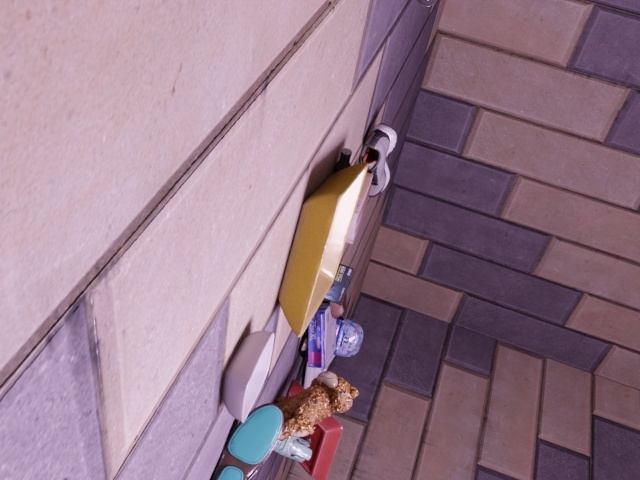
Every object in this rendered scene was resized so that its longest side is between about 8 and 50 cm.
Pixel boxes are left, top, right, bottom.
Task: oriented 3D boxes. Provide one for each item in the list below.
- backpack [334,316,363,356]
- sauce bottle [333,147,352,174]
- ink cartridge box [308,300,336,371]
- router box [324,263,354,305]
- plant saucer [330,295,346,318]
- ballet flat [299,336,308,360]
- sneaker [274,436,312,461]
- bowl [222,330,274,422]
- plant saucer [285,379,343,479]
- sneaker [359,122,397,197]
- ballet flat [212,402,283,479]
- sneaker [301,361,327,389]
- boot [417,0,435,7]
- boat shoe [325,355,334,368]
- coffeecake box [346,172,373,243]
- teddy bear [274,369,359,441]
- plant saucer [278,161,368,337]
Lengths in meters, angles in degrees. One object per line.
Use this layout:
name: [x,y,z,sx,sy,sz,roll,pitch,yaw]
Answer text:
backpack: [0.073,0.372,2.559,0.117,0.173,0.158,18,92,-83]
sauce bottle: [0.051,-0.161,1.593,0.042,0.042,0.128,-63,168,-46]
ink cartridge box: [0.005,0.299,2.164,0.311,0.065,0.185,-31,122,-82]
router box: [0.042,0.129,2.046,0.038,0.092,0.122,82,28,-74]
plant saucer: [0.062,0.164,2.227,0.198,0.036,0.198,-3,90,-81]
ballet flat: [-0.040,0.354,2.172,0.173,0.049,0.057,83,28,-67]
sneaker: [-0.095,0.628,2.084,0.256,0.151,0.094,86,25,-68]
bowl: [-0.135,0.241,1.216,0.142,0.053,0.142,-62,169,-45]
plant saucer: [-0.054,0.645,2.233,0.048,0.259,0.258,-11,127,-42]
sneaker: [0.156,-0.231,2.035,0.108,0.100,0.271,-49,157,-34]
ballet flat: [-0.174,0.473,1.414,0.280,0.095,0.096,-57,178,-21]
sneaker: [-0.003,0.489,2.376,0.106,0.123,0.290,106,-8,-55]
boot: [0.293,-0.737,1.777,0.208,0.076,0.189,-68,161,-79]
boat shoe: [0.006,0.526,2.726,0.118,0.103,0.320,-53,161,-66]
coffeecake box: [0.093,-0.098,1.948,0.185,0.068,0.142,95,15,-63]
teddy bear: [-0.029,0.477,1.948,0.338,0.113,0.245,-24,-178,-35]
plant saucer: [0.000,0.000,1.483,0.332,0.081,0.332,-54,162,-67]
